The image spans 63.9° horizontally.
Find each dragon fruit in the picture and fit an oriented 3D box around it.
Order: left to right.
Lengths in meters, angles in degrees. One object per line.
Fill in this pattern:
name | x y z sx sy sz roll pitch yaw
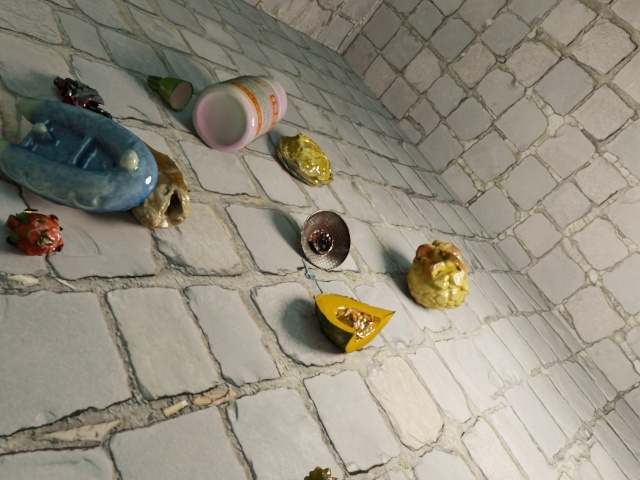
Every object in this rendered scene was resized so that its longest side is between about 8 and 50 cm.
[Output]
dragon fruit | -0.530 -0.015 0.944 0.116 0.086 0.081 11 -5 15

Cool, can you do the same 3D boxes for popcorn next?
popcorn | 0.440 0.137 1.909 0.332 0.225 0.265 45 29 -52

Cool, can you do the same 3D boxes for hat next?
hat | 0.000 0.000 1.645 0.193 0.082 0.193 4 83 -32

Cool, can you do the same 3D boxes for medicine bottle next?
medicine bottle | -0.263 -0.451 1.771 0.219 0.219 0.388 41 26 -5

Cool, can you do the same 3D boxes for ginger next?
ginger | -0.431 -0.134 1.199 0.221 0.130 0.276 -4 53 -42

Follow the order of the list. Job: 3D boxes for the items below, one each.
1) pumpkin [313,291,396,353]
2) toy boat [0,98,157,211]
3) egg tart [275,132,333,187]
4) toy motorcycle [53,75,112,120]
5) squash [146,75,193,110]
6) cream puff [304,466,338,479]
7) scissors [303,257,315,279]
pumpkin | 0.067 0.218 1.416 0.163 0.111 0.278 38 25 25
toy boat | -0.499 -0.183 1.055 0.329 0.123 0.215 27 58 -6
egg tart | -0.053 -0.328 2.000 0.290 0.107 0.291 33 28 -20
toy motorcycle | -0.621 -0.353 1.305 0.122 0.082 0.213 3 36 -51
squash | -0.500 -0.499 1.680 0.132 0.105 0.105 31 23 18
cream puff | 0.002 0.483 0.985 0.083 0.083 0.058 41 -19 18
scissors | -0.039 0.085 1.541 0.036 0.006 0.083 15 39 -40
